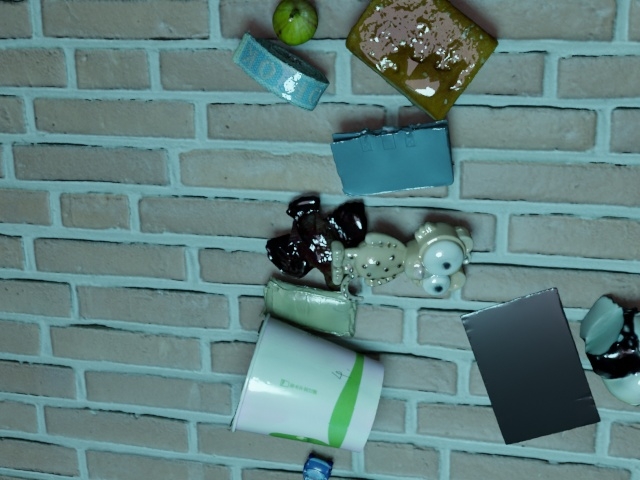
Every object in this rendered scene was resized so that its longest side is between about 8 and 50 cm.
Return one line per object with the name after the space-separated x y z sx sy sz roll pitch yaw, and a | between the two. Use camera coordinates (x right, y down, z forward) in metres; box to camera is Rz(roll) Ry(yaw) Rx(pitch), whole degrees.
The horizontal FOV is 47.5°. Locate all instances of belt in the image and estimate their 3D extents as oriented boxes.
-0.069 -0.314 1.385 0.163 0.147 0.082 46 112 29 | belt

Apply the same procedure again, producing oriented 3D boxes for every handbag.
0.139 -0.157 1.383 0.221 0.057 0.144 -3 138 13 | handbag

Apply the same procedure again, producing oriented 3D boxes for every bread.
0.183 -0.359 1.336 0.234 0.110 0.184 38 106 2 | bread

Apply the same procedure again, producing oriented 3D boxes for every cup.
-0.023 0.298 1.475 0.274 0.253 0.253 16 105 -1 | cup

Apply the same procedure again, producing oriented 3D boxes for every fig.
-0.036 -0.404 1.350 0.093 0.166 0.093 -6 110 -18 | fig

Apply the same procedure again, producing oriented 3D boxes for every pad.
0.427 0.261 1.481 0.202 0.005 0.300 -19 98 15 | pad

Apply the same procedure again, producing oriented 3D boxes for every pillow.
-0.026 0.141 1.515 0.208 0.053 0.119 12 132 9 | pillow

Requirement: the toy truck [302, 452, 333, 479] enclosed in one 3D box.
-0.012 0.528 1.609 0.063 0.074 0.136 17 146 9 | toy truck

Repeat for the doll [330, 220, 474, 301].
0.157 0.041 1.412 0.278 0.119 0.154 -9 125 3 | doll

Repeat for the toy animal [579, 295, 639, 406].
0.582 0.214 1.371 0.179 0.166 0.138 48 136 -13 | toy animal

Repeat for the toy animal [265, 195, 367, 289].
0.004 0.007 1.480 0.218 0.116 0.179 -26 128 -1 | toy animal
